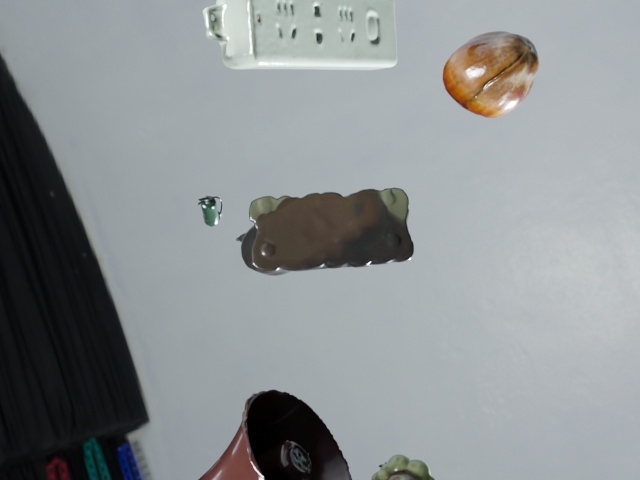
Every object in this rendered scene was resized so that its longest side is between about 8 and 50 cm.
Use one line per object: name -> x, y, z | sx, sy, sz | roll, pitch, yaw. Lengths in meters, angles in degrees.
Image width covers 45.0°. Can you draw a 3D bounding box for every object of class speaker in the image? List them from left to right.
speaker -> -0.122, 0.389, 0.990 | 0.329, 0.259, 0.198 | -44, 128, 16

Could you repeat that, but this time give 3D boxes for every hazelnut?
hazelnut -> 0.155, -0.149, 0.689 | 0.086, 0.086, 0.086 | -20, 170, -4

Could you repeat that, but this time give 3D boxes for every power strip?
power strip -> -0.001, -0.254, 0.923 | 0.058, 0.098, 0.338 | 2, -169, 37

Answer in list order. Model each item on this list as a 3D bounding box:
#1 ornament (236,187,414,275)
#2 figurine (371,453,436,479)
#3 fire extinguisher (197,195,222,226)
ornament -> 0.000, 0.000, 1.126 | 0.251, 0.106, 0.260 | -3, 173, -4
figurine -> 0.110, 0.381, 1.064 | 0.147, 0.094, 0.197 | 17, -156, 0
fire extinguisher -> -0.171, -0.051, 1.210 | 0.038, 0.025, 0.083 | -23, 160, -10
